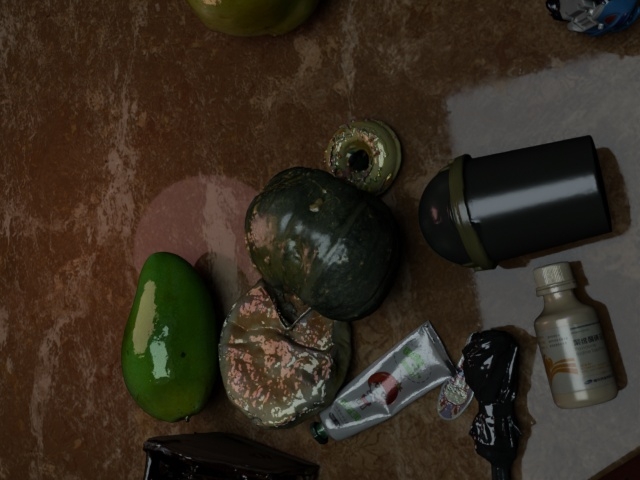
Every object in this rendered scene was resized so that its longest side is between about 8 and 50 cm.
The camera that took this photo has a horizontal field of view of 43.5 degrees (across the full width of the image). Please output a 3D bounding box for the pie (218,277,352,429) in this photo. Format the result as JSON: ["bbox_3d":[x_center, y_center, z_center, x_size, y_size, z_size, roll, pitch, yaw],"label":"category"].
[{"bbox_3d":[-0.088,0.242,1.708,0.337,0.075,0.338,-10,69,26],"label":"pie"}]

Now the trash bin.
[{"bbox_3d":[0.332,-0.061,1.430,0.333,0.214,0.214,-11,84,24],"label":"trash bin"}]

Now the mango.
[{"bbox_3d":[-0.340,0.214,1.796,0.225,0.201,0.382,-12,81,39],"label":"mango"}]

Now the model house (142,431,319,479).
[{"bbox_3d":[-0.209,0.578,1.680,0.297,0.317,0.283,14,93,40],"label":"model house"}]

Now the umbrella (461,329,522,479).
[{"bbox_3d":[0.330,0.335,1.495,0.118,0.118,0.340,-5,93,28],"label":"umbrella"}]

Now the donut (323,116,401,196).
[{"bbox_3d":[0.083,-0.170,1.645,0.174,0.068,0.175,0,90,27],"label":"donut"}]

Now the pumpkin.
[{"bbox_3d":[0.000,0.000,1.565,0.327,0.291,0.258,28,84,14],"label":"pumpkin"}]

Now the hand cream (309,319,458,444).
[{"bbox_3d":[0.119,0.306,1.630,0.336,0.076,0.121,-38,71,16],"label":"hand cream"}]

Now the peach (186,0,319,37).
[{"bbox_3d":[-0.148,-0.583,1.657,0.315,0.281,0.314,-16,88,35],"label":"peach"}]

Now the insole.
[{"bbox_3d":[0.282,0.266,1.568,0.065,0.004,0.197,30,103,26],"label":"insole"}]

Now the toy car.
[{"bbox_3d":[0.500,-0.508,1.368,0.165,0.198,0.314,10,91,-5],"label":"toy car"}]

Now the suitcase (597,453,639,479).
[{"bbox_3d":[0.486,0.508,1.329,0.297,0.236,0.161,-44,82,21],"label":"suitcase"}]

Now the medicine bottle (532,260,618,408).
[{"bbox_3d":[0.441,0.164,1.423,0.114,0.114,0.252,-17,80,27],"label":"medicine bottle"}]
